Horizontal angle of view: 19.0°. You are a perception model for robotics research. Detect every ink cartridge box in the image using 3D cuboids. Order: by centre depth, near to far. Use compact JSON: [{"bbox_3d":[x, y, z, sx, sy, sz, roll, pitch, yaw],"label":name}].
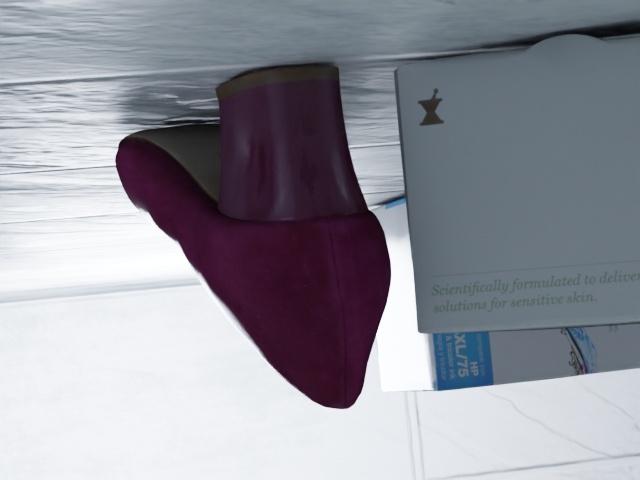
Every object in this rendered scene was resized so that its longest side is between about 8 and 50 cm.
[{"bbox_3d":[0.206,0.045,1.956,0.270,0.197,0.198,-5,177,-14],"label":"ink cartridge box"}]

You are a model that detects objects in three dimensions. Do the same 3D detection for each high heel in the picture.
[{"bbox_3d":[-0.050,0.013,1.152,0.127,0.181,0.377,-5,176,-10],"label":"high heel"}]

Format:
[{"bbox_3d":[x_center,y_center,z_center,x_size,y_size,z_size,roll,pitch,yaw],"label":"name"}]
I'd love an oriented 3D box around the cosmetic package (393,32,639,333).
[{"bbox_3d":[0.196,-0.028,1.140,0.197,0.155,0.365,-5,178,23],"label":"cosmetic package"}]
